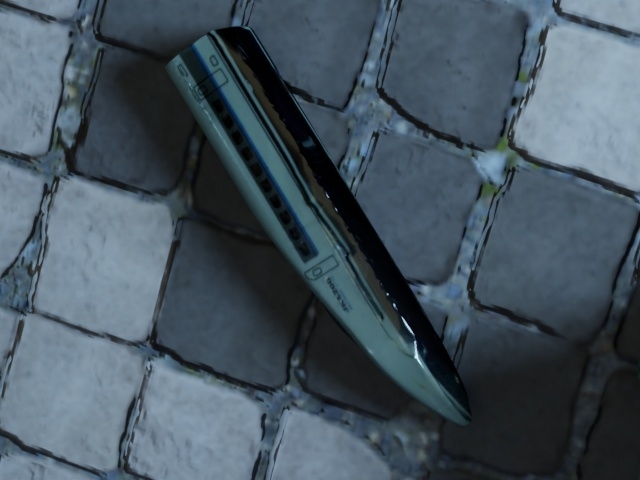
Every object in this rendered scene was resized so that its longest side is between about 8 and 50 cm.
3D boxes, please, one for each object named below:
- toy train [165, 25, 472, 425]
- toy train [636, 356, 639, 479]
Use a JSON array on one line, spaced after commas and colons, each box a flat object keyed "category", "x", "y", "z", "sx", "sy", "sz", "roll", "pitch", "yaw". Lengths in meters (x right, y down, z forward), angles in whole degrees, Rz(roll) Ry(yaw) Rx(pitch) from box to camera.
[{"category": "toy train", "x": 0.001, "y": 0.000, "z": 1.028, "sx": 0.048, "sy": 0.055, "sz": 0.252, "roll": -33, "pitch": 85, "yaw": 18}, {"category": "toy train", "x": 0.193, "y": 0.153, "z": 0.921, "sx": 0.116, "sy": 0.177, "sz": 0.285, "roll": 11, "pitch": 98, "yaw": 16}]
